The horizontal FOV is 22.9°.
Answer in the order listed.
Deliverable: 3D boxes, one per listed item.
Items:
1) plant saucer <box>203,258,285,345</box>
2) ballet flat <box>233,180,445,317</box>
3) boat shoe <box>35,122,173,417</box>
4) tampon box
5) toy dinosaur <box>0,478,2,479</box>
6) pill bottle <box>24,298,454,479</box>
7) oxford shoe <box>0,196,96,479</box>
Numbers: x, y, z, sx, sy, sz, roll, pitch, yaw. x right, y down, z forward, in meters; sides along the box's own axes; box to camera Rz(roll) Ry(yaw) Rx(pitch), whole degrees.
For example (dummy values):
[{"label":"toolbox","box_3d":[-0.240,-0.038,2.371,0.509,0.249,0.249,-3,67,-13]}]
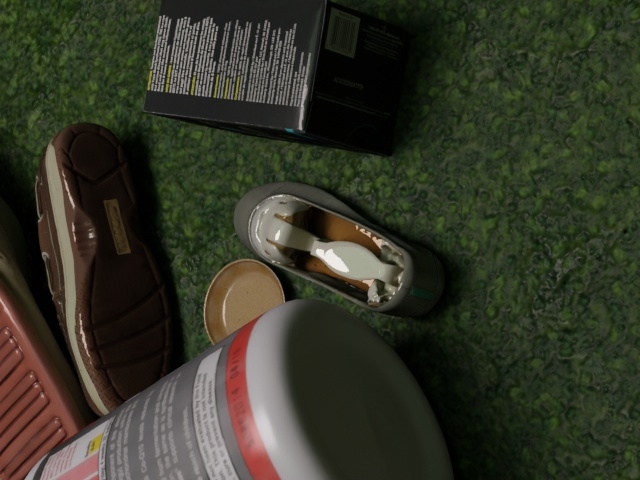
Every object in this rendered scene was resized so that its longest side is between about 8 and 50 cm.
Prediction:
[{"label":"plant saucer","box_3d":[-0.059,0.057,1.293,0.083,0.015,0.083,-5,81,34]},{"label":"ballet flat","box_3d":[0.000,0.000,1.227,0.213,0.068,0.072,23,97,35]},{"label":"boat shoe","box_3d":[-0.192,0.034,1.356,0.095,0.095,0.257,-28,66,51]},{"label":"tampon box","box_3d":[-0.035,-0.132,1.235,0.161,0.120,0.101,11,91,35]},{"label":"toy dinosaur","box_3d":[-0.280,0.223,1.416,0.092,0.053,0.183,-9,83,51]},{"label":"pill bottle","box_3d":[-0.098,0.213,1.181,0.363,0.210,0.210,-33,67,27]},{"label":"oxford shoe","box_3d":[-0.288,0.044,1.381,0.140,0.146,0.397,-39,78,31]}]
